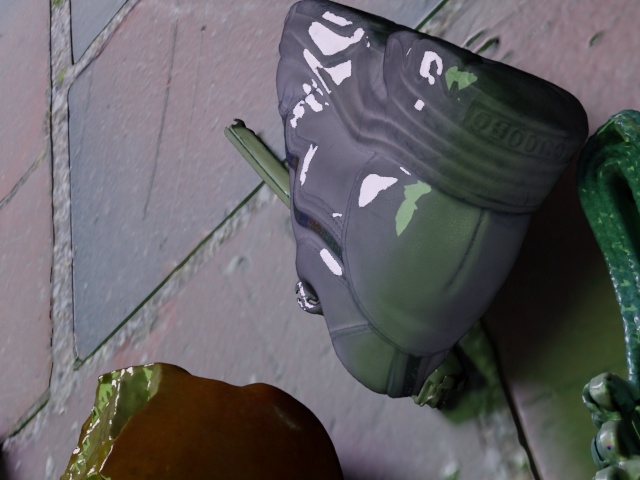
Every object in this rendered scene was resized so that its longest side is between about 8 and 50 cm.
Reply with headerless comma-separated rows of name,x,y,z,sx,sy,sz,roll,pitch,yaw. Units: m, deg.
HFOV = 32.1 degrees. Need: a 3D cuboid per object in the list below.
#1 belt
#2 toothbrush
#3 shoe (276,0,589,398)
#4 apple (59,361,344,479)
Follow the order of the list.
belt,0.124,0.036,0.380,0.100,0.065,0.179,-35,42,24
toothbrush,0.002,-0.005,0.593,0.294,0.026,0.028,55,129,51
shoe,0.024,-0.031,0.509,0.137,0.095,0.245,-66,22,10
apple,-0.055,0.137,0.484,0.156,0.147,0.158,118,178,-74
